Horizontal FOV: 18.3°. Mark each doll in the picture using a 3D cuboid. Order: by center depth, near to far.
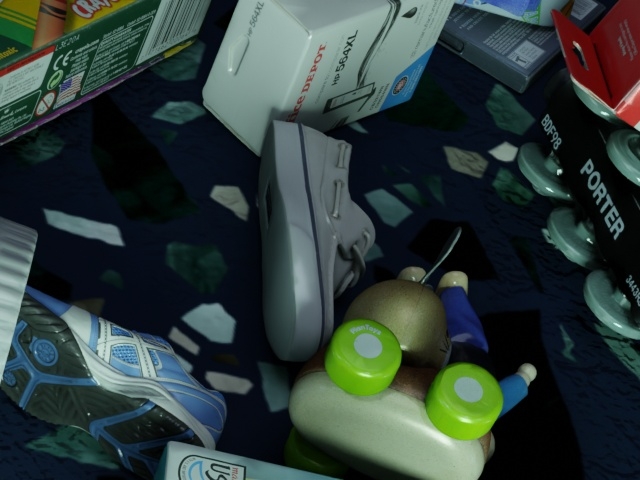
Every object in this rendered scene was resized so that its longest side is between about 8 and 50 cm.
[{"bbox_3d":[0.109,0.101,1.577,0.129,0.046,0.189,6,42,-14],"label":"doll"}]

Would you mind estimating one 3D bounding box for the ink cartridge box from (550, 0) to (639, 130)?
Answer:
[{"bbox_3d":[0.313,-0.134,1.703,0.231,0.078,0.134,31,27,-22],"label":"ink cartridge box"}]

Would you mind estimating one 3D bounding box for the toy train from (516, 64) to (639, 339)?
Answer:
[{"bbox_3d":[0.304,-0.024,1.754,0.190,0.142,0.334,14,36,-30],"label":"toy train"}]

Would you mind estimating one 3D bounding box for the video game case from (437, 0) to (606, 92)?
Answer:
[{"bbox_3d":[0.135,-0.265,2.024,0.274,0.026,0.196,33,40,14],"label":"video game case"}]

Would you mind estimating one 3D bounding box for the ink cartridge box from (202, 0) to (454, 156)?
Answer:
[{"bbox_3d":[0.010,-0.175,1.763,0.203,0.148,0.086,-25,60,-41],"label":"ink cartridge box"}]

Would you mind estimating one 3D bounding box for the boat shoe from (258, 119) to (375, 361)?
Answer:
[{"bbox_3d":[0.000,0.000,1.610,0.088,0.096,0.267,8,33,-11],"label":"boat shoe"}]

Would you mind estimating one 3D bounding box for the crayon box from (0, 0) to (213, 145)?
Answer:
[{"bbox_3d":[-0.306,-0.238,1.695,0.313,0.106,0.363,34,34,13],"label":"crayon box"}]

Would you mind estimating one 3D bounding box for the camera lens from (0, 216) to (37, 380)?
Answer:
[{"bbox_3d":[-0.340,0.053,1.281,0.274,0.219,0.219,16,40,-9],"label":"camera lens"}]

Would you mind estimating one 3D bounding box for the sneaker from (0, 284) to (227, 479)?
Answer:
[{"bbox_3d":[-0.161,0.095,1.442,0.211,0.080,0.081,37,34,3],"label":"sneaker"}]

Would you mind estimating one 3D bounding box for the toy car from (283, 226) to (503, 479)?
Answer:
[{"bbox_3d":[0.070,0.085,1.466,0.149,0.155,0.188,24,50,1],"label":"toy car"}]

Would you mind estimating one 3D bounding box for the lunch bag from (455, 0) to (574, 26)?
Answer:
[{"bbox_3d":[0.136,-0.332,1.995,0.303,0.115,0.243,11,43,-12],"label":"lunch bag"}]

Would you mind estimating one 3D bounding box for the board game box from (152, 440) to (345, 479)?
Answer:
[{"bbox_3d":[0.042,0.282,1.314,0.336,0.079,0.254,14,40,-11],"label":"board game box"}]
